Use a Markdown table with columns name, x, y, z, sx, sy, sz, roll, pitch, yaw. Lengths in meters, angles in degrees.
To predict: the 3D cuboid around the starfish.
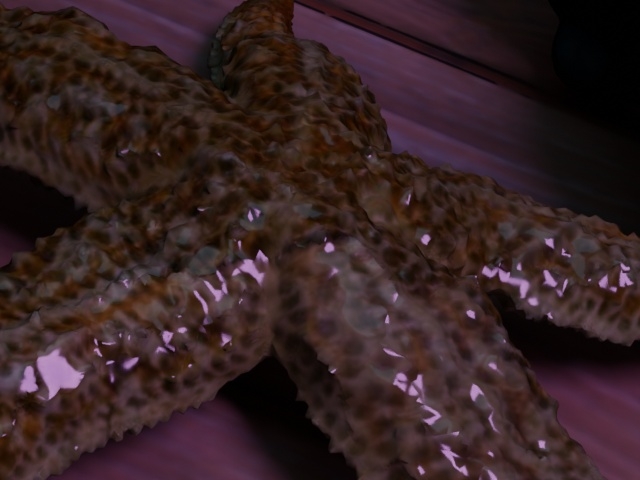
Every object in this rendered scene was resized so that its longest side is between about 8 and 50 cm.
| name | x | y | z | sx | sy | sz | roll | pitch | yaw |
| --- | --- | --- | --- | --- | --- | --- | --- | --- | --- |
| starfish | 0.002 | -0.002 | 0.565 | 0.358 | 0.078 | 0.347 | 2 | 38 | -16 |

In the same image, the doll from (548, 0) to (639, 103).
| name | x | y | z | sx | sy | sz | roll | pitch | yaw |
| --- | --- | --- | --- | --- | --- | --- | --- | --- | --- |
| doll | 0.189 | -0.072 | 0.623 | 0.198 | 0.186 | 0.322 | 29 | 9 | -34 |
